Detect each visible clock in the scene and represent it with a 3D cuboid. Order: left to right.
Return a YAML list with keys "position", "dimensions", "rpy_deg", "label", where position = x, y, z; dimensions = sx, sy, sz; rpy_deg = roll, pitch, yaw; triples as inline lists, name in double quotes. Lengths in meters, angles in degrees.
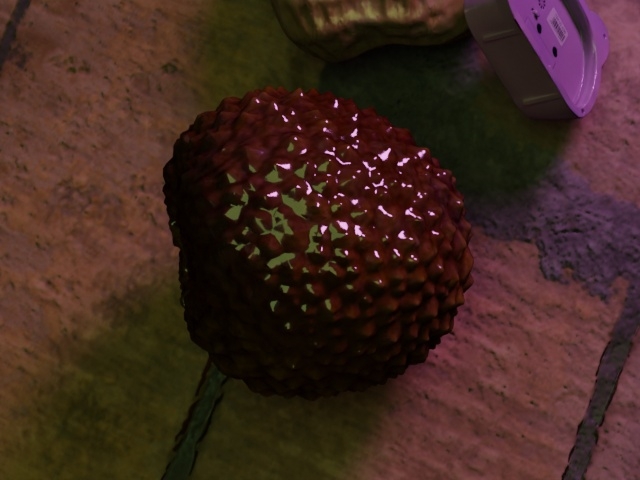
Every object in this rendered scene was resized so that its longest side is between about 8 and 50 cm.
- position: [0.187, -0.182, 1.705]
  dimensions: [0.050, 0.152, 0.110]
  rpy_deg: [-8, 39, 39]
  label: "clock"

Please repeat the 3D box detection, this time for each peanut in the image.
- position: [0.065, -0.257, 1.763]
  dimensions: [0.233, 0.110, 0.196]
  rpy_deg: [-3, 79, 17]
  label: "peanut"

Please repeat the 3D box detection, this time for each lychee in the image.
- position: [0.000, 0.000, 1.669]
  dimensions: [0.268, 0.267, 0.267]
  rpy_deg: [-3, 79, 15]
  label: "lychee"
